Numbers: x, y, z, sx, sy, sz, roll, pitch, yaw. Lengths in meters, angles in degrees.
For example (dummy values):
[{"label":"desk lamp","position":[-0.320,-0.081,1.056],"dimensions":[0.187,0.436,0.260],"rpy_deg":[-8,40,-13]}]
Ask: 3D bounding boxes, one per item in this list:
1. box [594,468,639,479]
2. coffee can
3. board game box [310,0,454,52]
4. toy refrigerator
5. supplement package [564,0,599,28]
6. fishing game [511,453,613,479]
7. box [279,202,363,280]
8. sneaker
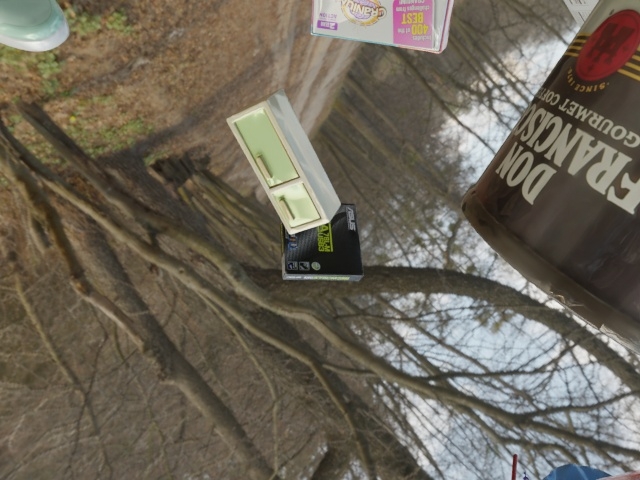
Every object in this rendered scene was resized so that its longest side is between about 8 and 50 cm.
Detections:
[{"label":"box","position":[0.264,0.341,0.518],"dimensions":[0.142,0.154,0.300],"rpy_deg":[-1,151,-48]},{"label":"coffee can","position":[0.245,-0.084,0.310],"dimensions":[0.275,0.202,0.201],"rpy_deg":[-61,179,23]},{"label":"board game box","position":[0.111,-0.489,0.860],"dimensions":[0.064,0.243,0.316],"rpy_deg":[-52,152,-53]},{"label":"toy refrigerator","position":[-0.071,-0.154,1.066],"dimensions":[0.102,0.269,0.094],"rpy_deg":[-16,-157,28]},{"label":"supplement package","position":[0.416,-0.297,0.588],"dimensions":[0.204,0.262,0.145],"rpy_deg":[-39,-160,13]},{"label":"fishing game","position":[0.419,0.433,0.802],"dimensions":[0.041,0.264,0.189],"rpy_deg":[94,16,-49]},{"label":"box","position":[0.000,0.000,1.228],"dimensions":[0.045,0.184,0.190],"rpy_deg":[116,-27,-62]},{"label":"sneaker","position":[-0.406,-0.336,0.596],"dimensions":[0.094,0.256,0.151],"rpy_deg":[-51,-173,-20]}]
